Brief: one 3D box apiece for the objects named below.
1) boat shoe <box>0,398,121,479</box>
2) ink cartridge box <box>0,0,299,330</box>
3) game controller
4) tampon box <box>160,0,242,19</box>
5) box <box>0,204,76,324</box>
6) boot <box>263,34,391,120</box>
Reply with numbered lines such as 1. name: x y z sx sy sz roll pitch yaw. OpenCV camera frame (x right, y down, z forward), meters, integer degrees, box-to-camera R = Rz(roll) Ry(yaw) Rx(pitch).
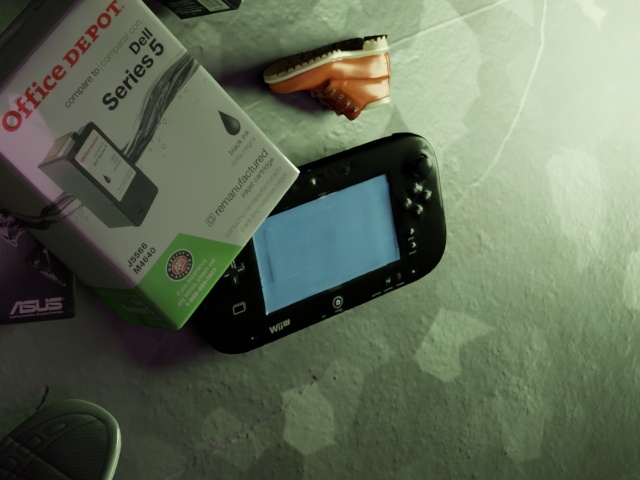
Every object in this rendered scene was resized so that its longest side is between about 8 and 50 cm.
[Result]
1. boat shoe: -0.287 0.296 1.456 0.118 0.103 0.320 23 73 8
2. ink cartridge box: -0.185 -0.081 1.418 0.273 0.115 0.198 47 68 -26
3. game controller: 0.000 0.000 1.638 0.319 0.067 0.166 -21 104 -30
4. tampon box: -0.105 -0.312 1.519 0.101 0.120 0.161 38 73 -28
5. box: -0.340 -0.010 1.422 0.231 0.056 0.183 -4 95 -33
6. boot: 0.012 -0.162 1.644 0.158 0.059 0.084 -16 106 -32
